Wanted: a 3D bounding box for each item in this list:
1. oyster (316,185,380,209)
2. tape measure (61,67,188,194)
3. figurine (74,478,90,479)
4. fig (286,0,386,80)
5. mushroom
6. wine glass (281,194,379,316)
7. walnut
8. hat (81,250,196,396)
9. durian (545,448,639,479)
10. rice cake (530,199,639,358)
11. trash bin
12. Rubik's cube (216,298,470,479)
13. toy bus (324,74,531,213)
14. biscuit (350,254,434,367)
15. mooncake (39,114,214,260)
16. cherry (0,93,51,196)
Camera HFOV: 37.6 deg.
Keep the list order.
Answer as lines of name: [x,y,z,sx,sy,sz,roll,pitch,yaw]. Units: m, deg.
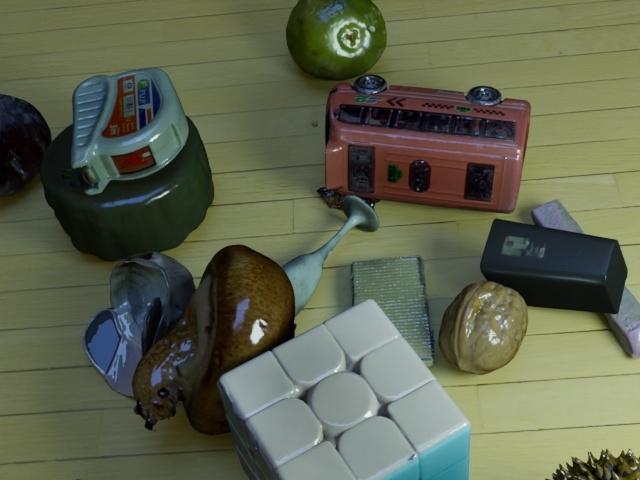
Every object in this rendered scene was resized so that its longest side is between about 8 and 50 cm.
oyster: [0.061,-0.090,2.028,0.132,0.029,0.086,-8,50,-2]
tape measure: [-0.389,-0.223,1.890,0.246,0.125,0.243,-11,53,0]
figurine: [-0.447,0.514,1.514,0.200,0.133,0.276,13,50,39]
fig: [0.014,-0.489,2.299,0.233,0.233,0.314,-45,15,-27]
mushroom: [-0.182,0.170,1.635,0.259,0.345,0.346,9,47,-18]
wine glass: [0.000,0.000,1.810,0.096,0.264,0.309,37,62,13]
walnut: [0.292,0.162,1.708,0.155,0.155,0.184,18,57,21]
hat: [-0.328,0.159,1.788,0.232,0.161,0.275,-17,58,50]
durian: [0.476,0.464,1.310,0.384,0.348,0.348,15,53,15]
rice cake: [0.523,0.062,1.818,0.070,0.064,0.399,-25,51,-5]
trash bin: [0.431,0.055,1.729,0.225,0.165,0.115,9,66,31]
Rubik's cube: [0.042,0.327,1.507,0.291,0.290,0.291,-27,52,-16]
toy bus: [0.212,-0.191,1.958,0.426,0.203,0.233,7,41,10]
biscuit: [0.137,0.141,1.809,0.150,0.052,0.252,-8,48,6]
mooncake: [-0.406,-0.125,2.015,0.356,0.194,0.357,-3,46,3]
cherry: [-0.740,-0.216,2.120,0.296,0.218,0.255,27,57,39]
